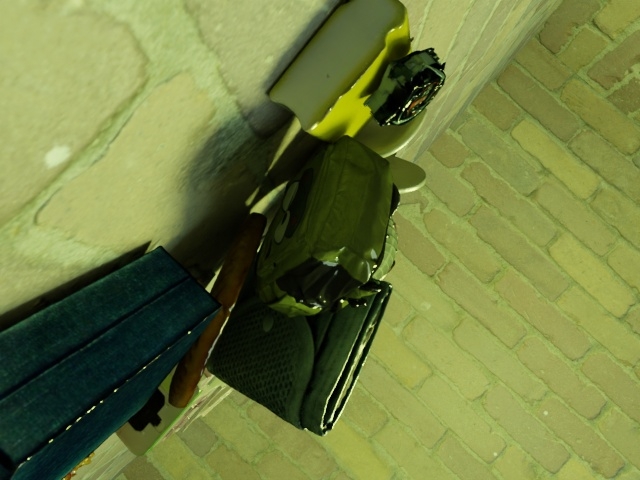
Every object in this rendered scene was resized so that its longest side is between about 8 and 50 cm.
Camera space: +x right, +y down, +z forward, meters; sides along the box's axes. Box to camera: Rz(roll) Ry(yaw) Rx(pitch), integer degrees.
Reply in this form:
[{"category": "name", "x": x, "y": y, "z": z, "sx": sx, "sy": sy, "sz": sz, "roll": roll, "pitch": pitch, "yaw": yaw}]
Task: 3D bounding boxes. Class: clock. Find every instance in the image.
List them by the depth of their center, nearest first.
[{"category": "clock", "x": -0.287, "y": 0.295, "z": 1.124, "sx": 0.235, "sy": 0.166, "sz": 0.309, "roll": -49, "pitch": 167, "yaw": 19}]

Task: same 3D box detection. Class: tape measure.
[{"category": "tape measure", "x": 0.099, "y": -0.171, "z": 0.575, "sx": 0.094, "sy": 0.054, "sz": 0.091, "roll": -33, "pitch": 167, "yaw": -43}]

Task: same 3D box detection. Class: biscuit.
[{"category": "biscuit", "x": -0.160, "y": 0.101, "z": 0.780, "sx": 0.318, "sy": 0.040, "sz": 0.318, "roll": -157, "pitch": -90, "yaw": -81}]

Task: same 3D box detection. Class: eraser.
[{"category": "eraser", "x": 0.038, "y": -0.192, "z": 0.603, "sx": 0.158, "sy": 0.069, "sz": 0.226, "roll": -45, "pitch": 175, "yaw": 12}]

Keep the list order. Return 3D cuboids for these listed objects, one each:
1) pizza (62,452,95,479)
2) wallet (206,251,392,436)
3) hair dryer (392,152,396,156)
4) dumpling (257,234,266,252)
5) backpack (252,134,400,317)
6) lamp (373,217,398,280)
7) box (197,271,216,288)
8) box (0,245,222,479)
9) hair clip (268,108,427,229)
[{"category": "pizza", "x": -0.469, "y": 0.399, "z": 0.878, "sx": 0.161, "sy": 0.085, "sz": 0.305, "roll": -48, "pitch": 176, "yaw": 3}, {"category": "wallet", "x": -0.065, "y": 0.140, "z": 0.808, "sx": 0.342, "sy": 0.075, "sz": 0.237, "roll": 8, "pitch": -111, "yaw": 50}, {"category": "hair dryer", "x": 0.071, "y": -0.182, "z": 1.015, "sx": 0.195, "sy": 0.078, "sz": 0.248, "roll": -44, "pitch": 164, "yaw": -14}, {"category": "dumpling", "x": -0.079, "y": 0.047, "z": 1.167, "sx": 0.318, "sy": 0.187, "sz": 0.243, "roll": -52, "pitch": 140, "yaw": -44}, {"category": "backpack", "x": 0.000, "y": 0.000, "z": 0.666, "sx": 0.253, "sy": 0.140, "sz": 0.207, "roll": -39, "pitch": -151, "yaw": 54}, {"category": "lamp", "x": 0.036, "y": 0.002, "z": 0.994, "sx": 0.233, "sy": 0.233, "sz": 0.265, "roll": -48, "pitch": 150, "yaw": 11}, {"category": "box", "x": -0.225, "y": 0.093, "z": 0.917, "sx": 0.083, "sy": 0.012, "sz": 0.046, "roll": -50, "pitch": 174, "yaw": 27}, {"category": "box", "x": -0.276, "y": 0.171, "z": 0.548, "sx": 0.279, "sy": 0.116, "sz": 0.261, "roll": -51, "pitch": 175, "yaw": 34}, {"category": "hair clip", "x": 0.043, "y": -0.119, "z": 0.791, "sx": 0.282, "sy": 0.113, "sz": 0.172, "roll": -8, "pitch": -148, "yaw": 29}]
